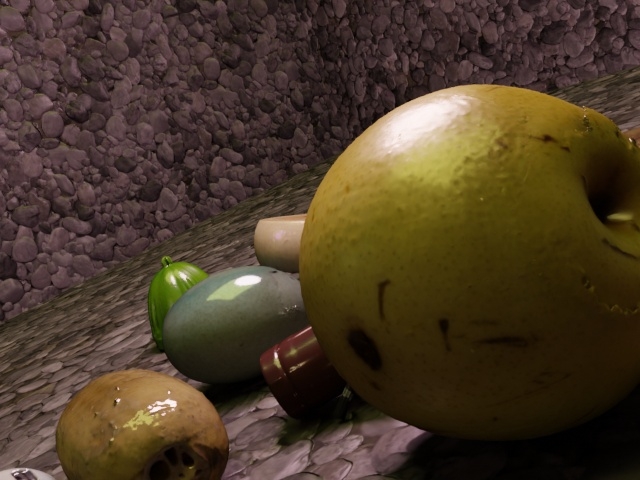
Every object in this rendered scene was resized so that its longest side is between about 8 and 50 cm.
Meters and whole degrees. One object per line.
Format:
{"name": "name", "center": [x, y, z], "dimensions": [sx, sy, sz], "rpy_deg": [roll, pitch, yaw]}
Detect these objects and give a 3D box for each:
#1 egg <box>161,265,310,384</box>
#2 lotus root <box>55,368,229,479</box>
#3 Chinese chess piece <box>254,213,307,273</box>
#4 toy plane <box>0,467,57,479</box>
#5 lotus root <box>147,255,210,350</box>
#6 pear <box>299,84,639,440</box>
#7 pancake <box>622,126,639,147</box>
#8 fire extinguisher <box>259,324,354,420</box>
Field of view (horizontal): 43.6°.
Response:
{"name": "egg", "center": [-0.124, 0.127, 1.213], "dimensions": [0.236, 0.169, 0.169], "rpy_deg": [-24, 11, 0]}
{"name": "lotus root", "center": [-0.229, 0.231, 0.960], "dimensions": [0.169, 0.152, 0.342], "rpy_deg": [-27, 15, -28]}
{"name": "Chinese chess piece", "center": [0.000, 0.000, 1.591], "dimensions": [0.273, 0.102, 0.273], "rpy_deg": [-5, 4, 0]}
{"name": "toy plane", "center": [-0.394, 0.338, 0.843], "dimensions": [0.266, 0.123, 0.267], "rpy_deg": [-8, 27, 4]}
{"name": "lotus root", "center": [-0.281, 0.108, 1.617], "dimensions": [0.186, 0.186, 0.186], "rpy_deg": [-21, 11, 4]}
{"name": "pear", "center": [0.155, 0.020, 0.755], "dimensions": [0.348, 0.349, 0.348], "rpy_deg": [-21, 11, 4]}
{"name": "pancake", "center": [0.652, -0.197, 1.593], "dimensions": [0.294, 0.050, 0.294], "rpy_deg": [-23, 10, 4]}
{"name": "fire extinguisher", "center": [0.096, 0.104, 0.968], "dimensions": [0.341, 0.141, 0.105], "rpy_deg": [-31, -33, 8]}
